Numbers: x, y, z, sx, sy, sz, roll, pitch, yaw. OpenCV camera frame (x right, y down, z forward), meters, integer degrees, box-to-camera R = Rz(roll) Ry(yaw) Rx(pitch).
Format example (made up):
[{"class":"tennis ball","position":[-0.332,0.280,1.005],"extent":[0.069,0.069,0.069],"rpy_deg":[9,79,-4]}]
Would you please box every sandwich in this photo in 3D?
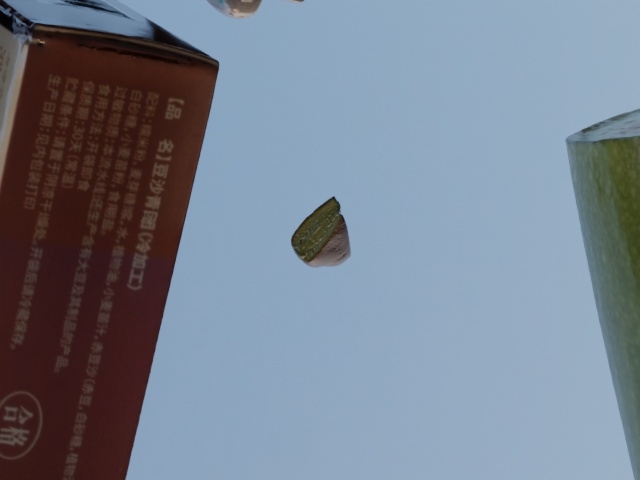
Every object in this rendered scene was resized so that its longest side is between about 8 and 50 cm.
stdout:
[{"class":"sandwich","position":[0.000,0.000,1.252],"extent":[0.044,0.031,0.083],"rpy_deg":[-33,-24,-9]}]

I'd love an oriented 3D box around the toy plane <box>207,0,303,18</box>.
[{"class":"toy plane","position":[-0.074,-0.299,1.323],"extent":[0.252,0.118,0.252],"rpy_deg":[7,-107,-23]}]

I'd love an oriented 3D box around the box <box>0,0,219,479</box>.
[{"class":"box","position":[-0.216,0.019,1.096],"extent":[0.122,0.344,0.385],"rpy_deg":[8,-76,-25]}]

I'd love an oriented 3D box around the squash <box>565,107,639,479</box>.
[{"class":"squash","position":[0.334,0.084,1.144],"extent":[0.263,0.263,0.384],"rpy_deg":[-21,-79,-54]}]
